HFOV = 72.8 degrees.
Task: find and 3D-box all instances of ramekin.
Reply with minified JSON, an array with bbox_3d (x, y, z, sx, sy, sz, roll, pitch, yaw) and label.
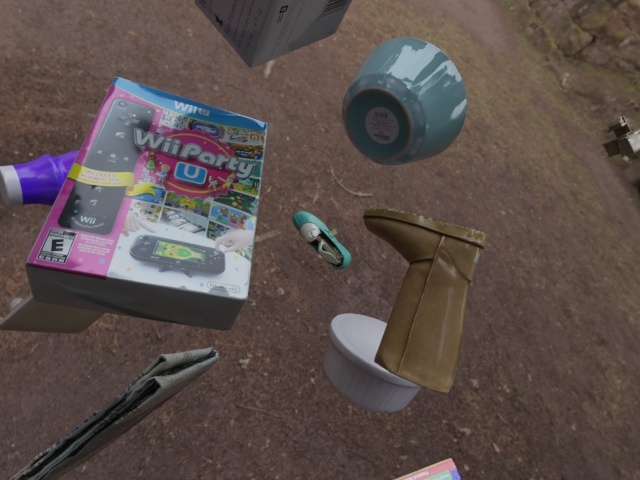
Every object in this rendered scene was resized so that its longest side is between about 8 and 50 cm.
[{"bbox_3d":[0.131,0.306,1.079,0.272,0.127,0.273,20,14,-5],"label":"ramekin"}]

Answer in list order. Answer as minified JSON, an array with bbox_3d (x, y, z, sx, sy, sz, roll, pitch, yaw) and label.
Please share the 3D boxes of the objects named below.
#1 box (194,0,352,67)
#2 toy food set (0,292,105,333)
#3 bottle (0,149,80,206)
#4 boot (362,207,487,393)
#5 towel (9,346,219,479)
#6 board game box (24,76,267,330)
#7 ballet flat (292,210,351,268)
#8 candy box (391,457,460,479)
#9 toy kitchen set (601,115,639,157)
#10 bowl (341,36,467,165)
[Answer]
[{"bbox_3d":[-0.037,-0.343,0.534,0.182,0.181,0.119,-38,87,-33],"label":"box"},{"bbox_3d":[-0.523,0.084,0.931,0.092,0.306,0.220,49,-1,19],"label":"toy food set"},{"bbox_3d":[-0.413,-0.117,0.793,0.282,0.118,0.092,-18,93,-43],"label":"bottle"},{"bbox_3d":[0.145,0.091,0.755,0.236,0.270,0.089,16,-3,31],"label":"boot"},{"bbox_3d":[-0.350,0.304,0.771,0.312,0.324,0.056,-37,83,-4],"label":"towel"},{"bbox_3d":[-0.198,-0.054,0.567,0.224,0.097,0.303,13,51,-17],"label":"board game box"},{"bbox_3d":[0.000,0.000,1.406,0.247,0.083,0.087,43,22,-1],"label":"ballet flat"},{"bbox_3d":[0.176,0.667,1.054,0.268,0.317,0.122,-8,53,-19],"label":"candy box"},{"bbox_3d":[0.589,-0.203,0.864,0.075,0.083,0.068,-27,90,-23],"label":"toy kitchen set"},{"bbox_3d":[0.174,-0.309,1.054,0.311,0.311,0.163,45,51,3],"label":"bowl"}]
